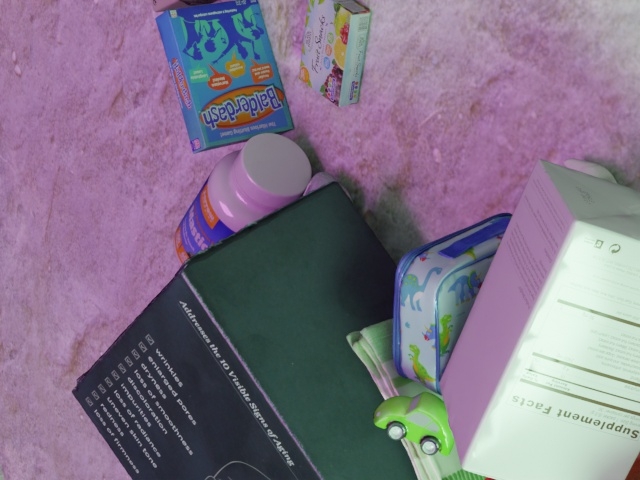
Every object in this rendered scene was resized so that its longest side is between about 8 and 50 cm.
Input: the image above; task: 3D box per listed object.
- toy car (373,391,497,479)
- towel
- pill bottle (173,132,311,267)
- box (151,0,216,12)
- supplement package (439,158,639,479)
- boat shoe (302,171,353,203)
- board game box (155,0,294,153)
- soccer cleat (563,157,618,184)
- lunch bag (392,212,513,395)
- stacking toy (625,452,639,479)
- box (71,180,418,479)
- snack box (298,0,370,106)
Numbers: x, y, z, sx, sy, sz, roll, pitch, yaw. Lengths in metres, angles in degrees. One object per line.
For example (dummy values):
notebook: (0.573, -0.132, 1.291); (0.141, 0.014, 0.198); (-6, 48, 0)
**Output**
toy car: (0.169, 0.222, 1.428); (0.225, 0.239, 0.053); (23, 112, 7)
towel: (0.178, 0.236, 1.570); (0.038, 0.248, 0.325); (-37, 73, 37)
pill bottle: (-0.117, -0.045, 1.965); (0.152, 0.152, 0.272); (62, 145, 18)
box: (-0.154, -0.419, 1.906); (0.275, 0.113, 0.094); (-6, 99, 57)
supplement package: (0.265, 0.096, 1.334); (0.177, 0.175, 0.293); (-98, 27, -65)
boat shoe: (-0.001, 0.000, 1.897); (0.081, 0.079, 0.228); (-115, 29, -48)
board game box: (-0.142, -0.248, 1.912); (0.047, 0.160, 0.210); (-15, 91, 56)
soccer cleat: (0.290, 0.000, 1.475); (0.076, 0.068, 0.196); (41, 127, 47)
lunch bag: (0.183, 0.068, 1.513); (0.090, 0.219, 0.176); (24, 127, 43)
stacking toy: (0.372, 0.313, 1.303); (0.130, 0.279, 0.309); (58, 146, -5)
box: (-0.044, 0.258, 1.783); (0.480, 0.297, 0.472); (55, 145, 5)
snack box: (0.018, -0.271, 1.780); (0.100, 0.037, 0.141); (41, 134, 42)
